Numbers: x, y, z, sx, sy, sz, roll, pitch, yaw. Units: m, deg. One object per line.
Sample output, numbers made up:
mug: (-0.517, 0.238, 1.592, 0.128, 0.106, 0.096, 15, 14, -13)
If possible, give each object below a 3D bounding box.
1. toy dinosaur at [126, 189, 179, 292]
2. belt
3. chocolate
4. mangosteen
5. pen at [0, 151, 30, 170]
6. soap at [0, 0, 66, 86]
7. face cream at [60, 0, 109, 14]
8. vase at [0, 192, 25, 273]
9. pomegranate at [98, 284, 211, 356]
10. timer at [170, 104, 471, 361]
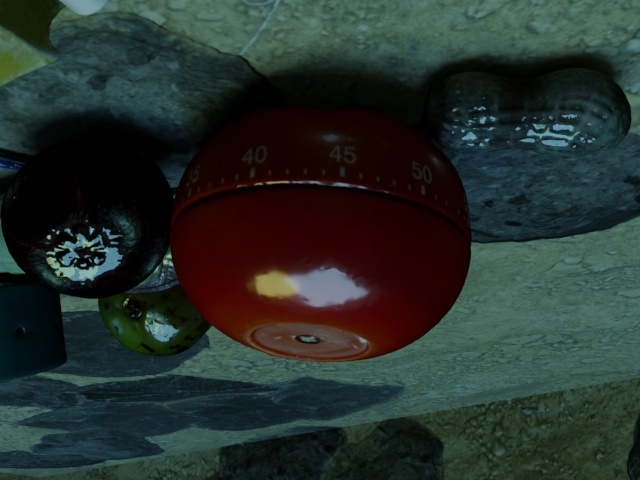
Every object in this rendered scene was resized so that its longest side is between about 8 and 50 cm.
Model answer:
toy dinosaur: (-0.233, 0.010, 1.252, 0.294, 0.077, 0.162, -6, 121, 7)
belt: (-0.569, 0.148, 1.357, 0.300, 0.173, 0.436, -4, -178, -23)
chocolate: (0.242, -0.150, 0.988, 0.248, 0.110, 0.110, -1, 156, -4)
mangosteen: (-0.291, -0.036, 1.091, 0.216, 0.216, 0.216, -2, 156, -1)
pen: (-0.470, -0.115, 1.080, 0.204, 0.025, 0.025, 12, 152, -30)
soap: (-0.431, -0.199, 0.823, 0.314, 0.091, 0.199, -16, 152, 26)
face cream: (-0.266, -0.276, 0.675, 0.082, 0.082, 0.269, -14, 154, 24)
vase: (-0.522, 0.000, 1.212, 0.298, 0.143, 0.143, -6, 156, 16)
pomegranate: (-0.261, 0.096, 1.419, 0.202, 0.202, 0.248, -9, -174, 15)
timer: (0.000, 0.000, 1.063, 0.377, 0.279, 0.378, 5, 159, 2)
